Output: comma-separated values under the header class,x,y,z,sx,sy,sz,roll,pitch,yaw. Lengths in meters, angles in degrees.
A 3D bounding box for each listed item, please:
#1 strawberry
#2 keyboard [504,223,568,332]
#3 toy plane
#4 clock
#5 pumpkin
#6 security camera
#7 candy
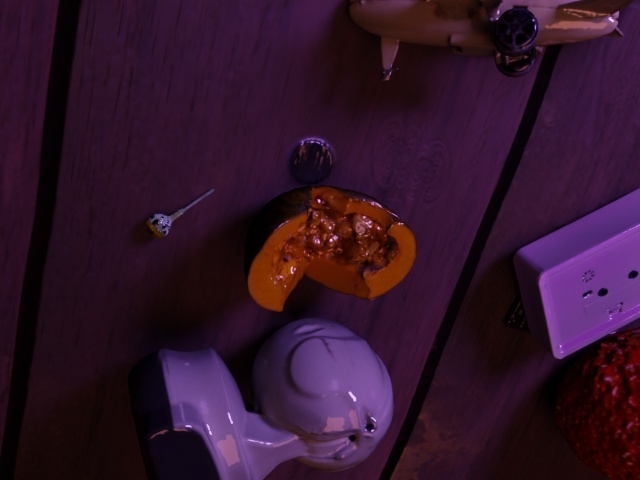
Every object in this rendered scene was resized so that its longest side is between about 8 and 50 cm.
class,x,y,z,sx,sy,sz,roll,pitch,yaw
strawberry,0.453,0.229,0.895,0.277,0.257,0.257,-9,122,24
keyboard,0.293,0.052,0.883,0.053,0.010,0.155,17,110,-23
toy plane,0.151,-0.209,0.636,0.256,0.242,0.104,-3,90,17
clock,0.350,0.042,0.853,0.197,0.063,0.150,-26,123,-5
pumpkin,0.000,0.000,0.727,0.183,0.108,0.119,-1,123,-23
security camera,-0.055,0.186,0.759,0.277,0.191,0.197,-16,113,-10
candy,-0.148,-0.033,0.724,0.083,0.025,0.023,-37,147,-5
